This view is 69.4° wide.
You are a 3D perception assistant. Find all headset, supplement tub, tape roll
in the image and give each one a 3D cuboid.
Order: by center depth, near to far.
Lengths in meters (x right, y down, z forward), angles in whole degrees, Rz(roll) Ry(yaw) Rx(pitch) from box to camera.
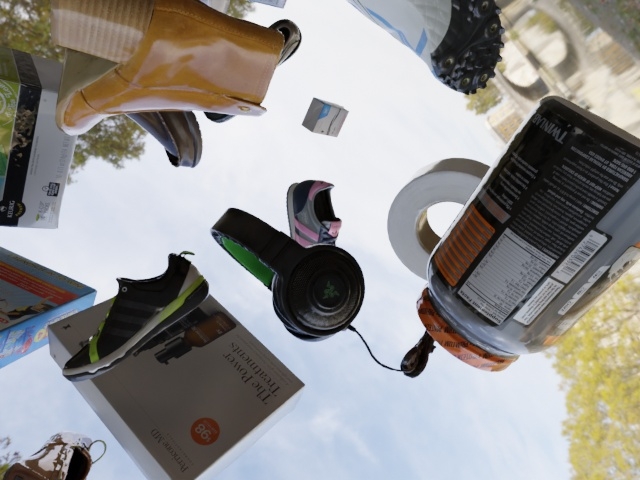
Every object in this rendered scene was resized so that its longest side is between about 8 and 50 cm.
[{"bbox_3d":[0.264,0.003,0.573,0.194,0.315,0.193,21,-150,-13],"label":"supplement tub"},{"bbox_3d":[0.010,0.068,0.735,0.394,0.185,0.243,37,165,6],"label":"headset"},{"bbox_3d":[0.300,-0.037,1.037,0.286,0.286,0.100,50,-144,-4],"label":"tape roll"}]

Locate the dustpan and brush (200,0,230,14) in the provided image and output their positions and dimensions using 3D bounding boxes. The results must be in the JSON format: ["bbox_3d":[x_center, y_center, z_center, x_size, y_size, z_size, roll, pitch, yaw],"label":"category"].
[{"bbox_3d":[-0.287,-0.620,1.125,0.061,0.147,0.211,19,-167,6],"label":"dustpan and brush"}]

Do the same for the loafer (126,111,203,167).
[{"bbox_3d":[-0.345,-0.286,0.886,0.134,0.130,0.365,37,153,43],"label":"loafer"}]

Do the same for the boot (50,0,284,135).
[{"bbox_3d":[-0.175,-0.168,0.522,0.212,0.295,0.103,8,-101,-26],"label":"boot"}]

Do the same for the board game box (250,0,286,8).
[{"bbox_3d":[-0.162,-0.603,0.840,0.319,0.318,0.065,-1,-113,-28],"label":"board game box"}]

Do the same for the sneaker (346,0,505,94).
[{"bbox_3d":[0.081,-0.222,0.417,0.237,0.085,0.086,30,-161,-31],"label":"sneaker"}]

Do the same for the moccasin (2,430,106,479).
[{"bbox_3d":[-0.601,0.534,1.087,0.147,0.380,0.139,15,-110,-10],"label":"moccasin"}]

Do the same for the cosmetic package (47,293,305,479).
[{"bbox_3d":[-0.261,0.238,0.851,0.377,0.097,0.285,38,-139,21],"label":"cosmetic package"}]

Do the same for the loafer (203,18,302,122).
[{"bbox_3d":[-0.150,-0.343,0.934,0.096,0.268,0.084,45,-165,-13],"label":"loafer"}]

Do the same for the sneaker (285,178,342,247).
[{"bbox_3d":[0.000,0.000,1.182,0.112,0.131,0.318,-20,-80,-47],"label":"sneaker"}]

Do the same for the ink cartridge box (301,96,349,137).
[{"bbox_3d":[0.014,-0.194,0.736,0.028,0.048,0.083,40,-154,28],"label":"ink cartridge box"}]

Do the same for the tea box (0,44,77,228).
[{"bbox_3d":[-0.704,-0.221,0.951,0.324,0.328,0.220,4,-147,-40],"label":"tea box"}]

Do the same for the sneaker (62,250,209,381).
[{"bbox_3d":[-0.272,0.098,0.661,0.235,0.084,0.097,-37,-77,-15],"label":"sneaker"}]

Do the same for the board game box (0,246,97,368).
[{"bbox_3d":[-0.641,0.107,0.838,0.309,0.086,0.302,23,-168,6],"label":"board game box"}]
